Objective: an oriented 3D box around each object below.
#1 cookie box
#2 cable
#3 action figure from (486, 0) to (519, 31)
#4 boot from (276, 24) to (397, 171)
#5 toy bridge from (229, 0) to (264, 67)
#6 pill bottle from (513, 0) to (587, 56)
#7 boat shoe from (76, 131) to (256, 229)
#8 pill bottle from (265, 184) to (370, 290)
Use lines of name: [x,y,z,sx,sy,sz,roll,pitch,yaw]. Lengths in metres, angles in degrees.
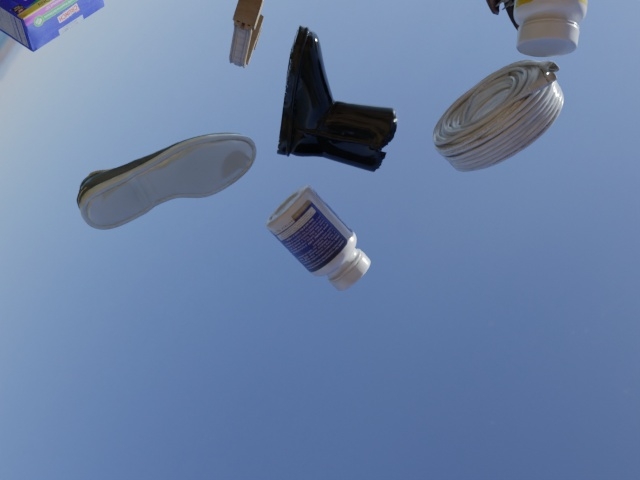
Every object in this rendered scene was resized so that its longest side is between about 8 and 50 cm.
cookie box: [-0.278,-0.240,0.592,0.092,0.107,0.040,-49,165,-29]
cable: [0.339,-0.244,1.211,0.257,0.089,0.257,-40,-160,15]
action figure: [0.466,-0.536,1.216,0.285,0.185,0.099,-30,-120,51]
boot: [0.037,-0.247,1.117,0.094,0.207,0.246,-92,-170,-58]
toy bridge: [-0.087,-0.233,0.721,0.188,0.026,0.063,-122,-129,-79]
pill bottle: [0.393,-0.430,1.063,0.119,0.119,0.208,6,-90,56]
boat shoe: [-0.271,-0.125,1.097,0.319,0.116,0.099,-25,-139,-15]
pill bottle: [0.000,0.000,1.144,0.112,0.187,0.112,-41,-167,12]
